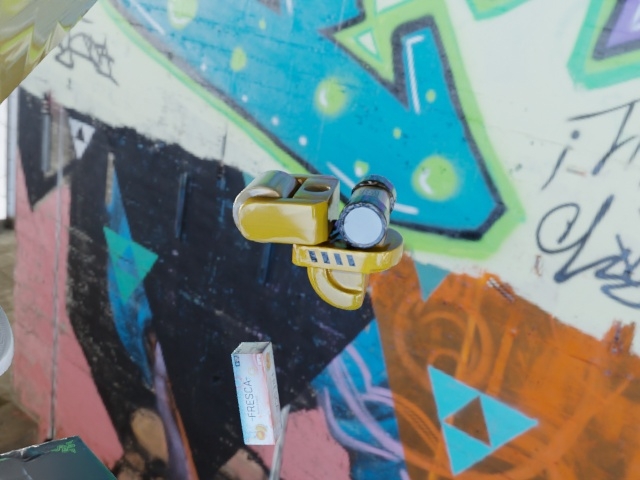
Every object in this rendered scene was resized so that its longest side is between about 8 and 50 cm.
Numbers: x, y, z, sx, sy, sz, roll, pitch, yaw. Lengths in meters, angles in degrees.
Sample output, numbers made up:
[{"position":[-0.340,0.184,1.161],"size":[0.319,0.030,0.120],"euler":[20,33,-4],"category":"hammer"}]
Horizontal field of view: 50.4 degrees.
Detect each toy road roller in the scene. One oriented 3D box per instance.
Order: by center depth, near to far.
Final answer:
[{"position":[0.000,0.000,1.364],"size":[0.329,0.241,0.202],"euler":[6,-159,9],"category":"toy road roller"}]

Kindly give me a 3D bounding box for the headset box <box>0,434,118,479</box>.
[{"position":[-0.396,0.392,0.903],"size":[0.246,0.131,0.283],"euler":[-6,-166,-38],"category":"headset box"}]

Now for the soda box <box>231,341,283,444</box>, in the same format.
[{"position":[-0.115,0.282,1.254],"size":[0.062,0.183,0.058],"euler":[-3,-167,14],"category":"soda box"}]

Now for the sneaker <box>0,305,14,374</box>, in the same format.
[{"position":[-0.531,0.144,1.008],"size":[0.292,0.169,0.108],"euler":[30,-128,28],"category":"sneaker"}]

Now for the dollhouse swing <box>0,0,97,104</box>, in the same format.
[{"position":[-0.283,-0.276,0.316],"size":[0.346,0.305,0.315],"euler":[22,-141,-10],"category":"dollhouse swing"}]
